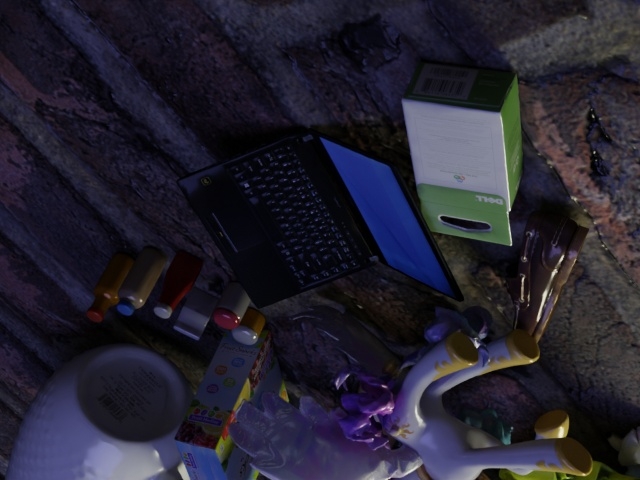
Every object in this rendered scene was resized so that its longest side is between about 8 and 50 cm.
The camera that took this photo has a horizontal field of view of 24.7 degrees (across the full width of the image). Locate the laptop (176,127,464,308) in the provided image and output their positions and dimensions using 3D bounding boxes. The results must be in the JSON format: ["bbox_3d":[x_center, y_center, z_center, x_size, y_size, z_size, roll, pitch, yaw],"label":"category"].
[{"bbox_3d":[0.000,0.000,1.717,0.264,0.136,0.234,-21,129,11],"label":"laptop"}]

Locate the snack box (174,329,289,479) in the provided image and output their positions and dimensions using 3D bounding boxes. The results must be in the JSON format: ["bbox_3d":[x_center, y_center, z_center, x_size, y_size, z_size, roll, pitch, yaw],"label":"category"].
[{"bbox_3d":[-0.120,0.251,2.052,0.070,0.207,0.174,10,141,20],"label":"snack box"}]

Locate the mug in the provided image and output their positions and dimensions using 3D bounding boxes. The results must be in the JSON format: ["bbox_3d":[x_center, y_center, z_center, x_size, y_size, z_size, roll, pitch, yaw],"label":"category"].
[{"bbox_3d":[-0.287,0.345,2.170,0.374,0.276,0.328,53,144,20],"label":"mug"}]

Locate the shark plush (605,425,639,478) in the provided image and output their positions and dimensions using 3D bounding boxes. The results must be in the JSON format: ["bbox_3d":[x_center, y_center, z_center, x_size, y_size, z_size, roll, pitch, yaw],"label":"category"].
[{"bbox_3d":[0.439,0.303,1.922,0.067,0.073,0.161,-30,116,13],"label":"shark plush"}]

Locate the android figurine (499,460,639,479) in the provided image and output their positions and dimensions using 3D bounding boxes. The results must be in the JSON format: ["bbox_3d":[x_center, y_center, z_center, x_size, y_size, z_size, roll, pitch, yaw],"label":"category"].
[{"bbox_3d":[0.354,0.337,1.947,0.248,0.056,0.273,34,161,-33],"label":"android figurine"}]

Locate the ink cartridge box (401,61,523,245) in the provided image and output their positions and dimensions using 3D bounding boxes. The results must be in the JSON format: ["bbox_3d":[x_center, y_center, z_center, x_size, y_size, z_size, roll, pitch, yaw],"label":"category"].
[{"bbox_3d":[0.158,-0.092,1.580,0.109,0.062,0.209,10,142,20],"label":"ink cartridge box"}]

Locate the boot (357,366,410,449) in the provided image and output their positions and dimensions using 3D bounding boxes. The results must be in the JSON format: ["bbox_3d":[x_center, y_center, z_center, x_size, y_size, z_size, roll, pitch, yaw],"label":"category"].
[{"bbox_3d":[0.051,0.323,1.988,0.089,0.269,0.236,19,144,9],"label":"boot"}]

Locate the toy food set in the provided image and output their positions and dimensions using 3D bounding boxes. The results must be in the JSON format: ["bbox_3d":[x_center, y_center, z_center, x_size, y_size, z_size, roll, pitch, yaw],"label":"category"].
[{"bbox_3d":[-0.193,0.092,1.983,0.232,0.104,0.111,26,144,-1],"label":"toy food set"}]

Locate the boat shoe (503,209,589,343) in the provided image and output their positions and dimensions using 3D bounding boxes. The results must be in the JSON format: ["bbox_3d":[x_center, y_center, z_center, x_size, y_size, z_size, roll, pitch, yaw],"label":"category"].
[{"bbox_3d":[0.250,0.042,1.692,0.073,0.073,0.207,21,137,9],"label":"boat shoe"}]

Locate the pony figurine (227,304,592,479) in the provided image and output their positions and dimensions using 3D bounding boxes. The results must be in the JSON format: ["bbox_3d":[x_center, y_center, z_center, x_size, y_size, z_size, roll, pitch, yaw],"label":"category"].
[{"bbox_3d":[0.109,0.220,1.783,0.351,0.303,0.363,44,134,-6],"label":"pony figurine"}]
